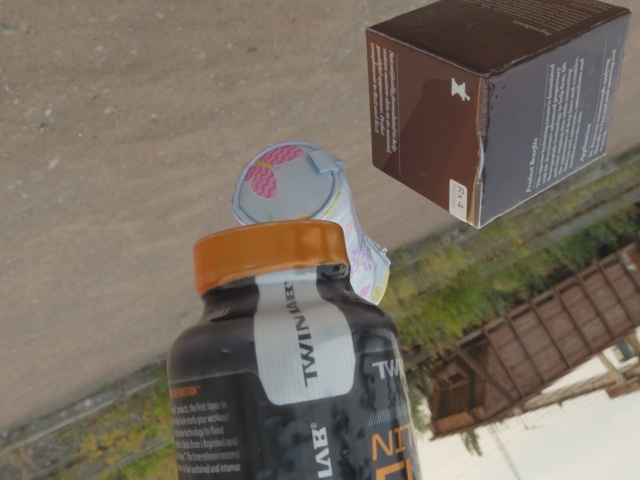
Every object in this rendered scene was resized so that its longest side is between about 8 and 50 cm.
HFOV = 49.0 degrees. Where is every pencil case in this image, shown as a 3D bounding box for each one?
[{"bbox_3d":[0.000,0.000,0.806,0.124,0.113,0.273,-16,150,10],"label":"pencil case"}]

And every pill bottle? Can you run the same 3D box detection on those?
[{"bbox_3d":[-0.012,0.115,0.378,0.131,0.245,0.130,-9,171,-1],"label":"pill bottle"}]

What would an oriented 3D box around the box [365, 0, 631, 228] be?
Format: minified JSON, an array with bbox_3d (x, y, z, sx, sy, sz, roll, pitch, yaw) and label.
[{"bbox_3d":[0.178,-0.152,0.727,0.203,0.167,0.168,-27,132,-24],"label":"box"}]
